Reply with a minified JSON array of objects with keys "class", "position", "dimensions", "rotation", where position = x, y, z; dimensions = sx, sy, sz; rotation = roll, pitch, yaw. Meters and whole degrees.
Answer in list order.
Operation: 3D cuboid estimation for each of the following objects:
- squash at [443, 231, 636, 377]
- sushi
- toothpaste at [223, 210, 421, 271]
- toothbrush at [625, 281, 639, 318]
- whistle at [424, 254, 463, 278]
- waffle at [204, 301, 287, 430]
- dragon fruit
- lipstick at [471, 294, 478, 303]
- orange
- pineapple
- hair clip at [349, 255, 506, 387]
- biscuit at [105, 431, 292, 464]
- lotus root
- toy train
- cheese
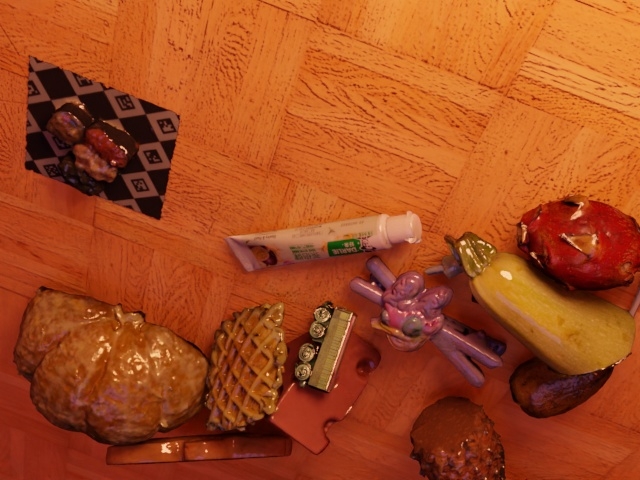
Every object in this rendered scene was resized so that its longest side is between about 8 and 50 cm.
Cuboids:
[{"class":"squash","position":[0.283,0.094,1.098],"dimensions":[0.287,0.137,0.137],"rotation":[27,133,-13]},{"class":"sushi","position":[-0.338,-0.131,1.166],"dimensions":[0.231,0.047,0.220],"rotation":[21,134,-2]},{"class":"toothpaste","position":[0.000,0.000,1.182],"dimensions":[0.314,0.056,0.058],"rotation":[-10,87,29]},{"class":"toothbrush","position":[0.458,0.032,1.084],"dimensions":[0.021,0.024,0.288],"rotation":[11,131,4]},{"class":"whistle","position":[0.200,0.035,1.156],"dimensions":[0.100,0.035,0.035],"rotation":[-18,124,31]},{"class":"waffle","position":[-0.127,0.213,1.314],"dimensions":[0.054,0.208,0.214],"rotation":[16,154,-37]},{"class":"dragon fruit","position":[0.381,0.012,1.029],"dimensions":[0.245,0.125,0.126],"rotation":[14,124,-3]},{"class":"lipstick","position":[0.315,0.110,1.196],"dimensions":[0.176,0.027,0.027],"rotation":[20,134,-3]},{"class":"orange","position":[-0.386,0.252,1.421],"dimensions":[0.368,0.211,0.271],"rotation":[22,145,-6]},{"class":"pineapple","position":[0.288,0.430,1.402],"dimensions":[0.165,0.166,0.365],"rotation":[-16,127,29]},{"class":"hair clip","position":[0.176,0.126,1.209],"dimensions":[0.278,0.090,0.137],"rotation":[31,124,-11]},{"class":"biscuit","position":[-0.234,0.401,1.524],"dimensions":[0.354,0.052,0.275],"rotation":[-4,164,7]},{"class":"lotus root","position":[0.383,0.211,1.222],"dimensions":[0.190,0.095,0.108],"rotation":[-32,151,31]},{"class":"toy train","position":[0.006,0.172,1.270],"dimensions":[0.070,0.148,0.038],"rotation":[21,163,1]},{"class":"cheese","position":[-0.017,0.263,1.330],"dimensions":[0.128,0.177,0.202],"rotation":[42,131,-21]}]
